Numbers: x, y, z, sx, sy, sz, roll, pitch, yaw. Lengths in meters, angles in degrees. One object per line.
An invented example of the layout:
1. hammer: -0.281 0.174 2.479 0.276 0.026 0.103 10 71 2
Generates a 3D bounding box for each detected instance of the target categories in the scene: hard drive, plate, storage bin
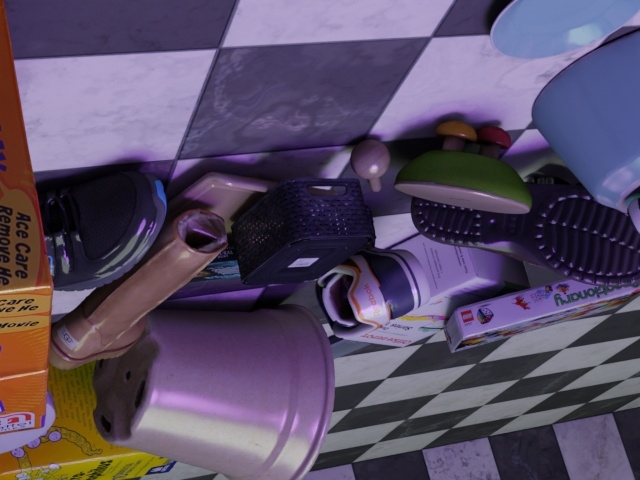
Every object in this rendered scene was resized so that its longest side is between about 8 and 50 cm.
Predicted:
1. hard drive: 0.025 0.220 2.384 0.135 0.022 0.094 -26 157 27
2. plate: 0.277 -0.262 1.307 0.188 0.024 0.188 -14 160 -5
3. storage bin: -0.027 -0.009 1.534 0.122 0.084 0.180 -2 159 -31

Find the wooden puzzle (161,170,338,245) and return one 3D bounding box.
1. wooden puzzle: -0.129 -0.039 1.588 0.221 0.044 0.239 7 155 -46

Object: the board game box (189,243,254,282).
1. board game box: -0.191 0.038 1.692 0.186 0.026 0.126 -7 168 11

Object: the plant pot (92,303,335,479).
1. plant pot: -0.194 0.242 1.932 0.306 0.333 0.334 15 146 -33

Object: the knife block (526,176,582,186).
1. knife block: 0.425 -0.031 1.872 0.242 0.088 0.275 14 170 -1

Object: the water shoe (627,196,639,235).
1. water shoe: 0.487 -0.028 1.528 0.203 0.072 0.080 4 150 -43

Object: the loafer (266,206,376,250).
1. loafer: 0.000 0.000 1.739 0.170 0.061 0.062 -16 160 4

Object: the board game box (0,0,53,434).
1. board game box: -0.423 -0.034 0.935 0.357 0.356 0.356 -8 158 -17

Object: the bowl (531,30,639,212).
1. bowl: 0.451 -0.144 1.541 0.312 0.163 0.311 -12 159 -5

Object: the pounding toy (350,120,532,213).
1. pounding toy: 0.172 -0.111 1.556 0.237 0.110 0.183 11 177 14

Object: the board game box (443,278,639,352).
1. board game box: 0.363 0.112 1.936 0.305 0.053 0.193 -15 168 -3

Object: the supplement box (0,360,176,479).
1. supplement box: -0.430 0.328 2.101 0.357 0.195 0.194 -4 157 -25

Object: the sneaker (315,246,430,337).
1. sneaker: 0.047 0.075 1.787 0.128 0.126 0.321 -23 -178 -17

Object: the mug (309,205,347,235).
1. mug: 0.003 -0.019 1.682 0.064 0.078 0.062 -2 169 -9

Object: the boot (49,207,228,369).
1. boot: -0.221 0.057 1.551 0.269 0.089 0.236 -39 -179 21

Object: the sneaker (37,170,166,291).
1. sneaker: -0.348 0.001 1.415 0.341 0.125 0.140 -23 154 14

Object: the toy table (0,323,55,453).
1. toy table: -0.515 0.220 1.813 0.252 0.160 0.274 0 154 -35

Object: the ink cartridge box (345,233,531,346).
1. ink cartridge box: 0.183 0.078 1.989 0.278 0.117 0.201 -27 157 30

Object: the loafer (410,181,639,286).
1. loafer: 0.315 -0.031 1.700 0.366 0.133 0.130 16 -173 4
